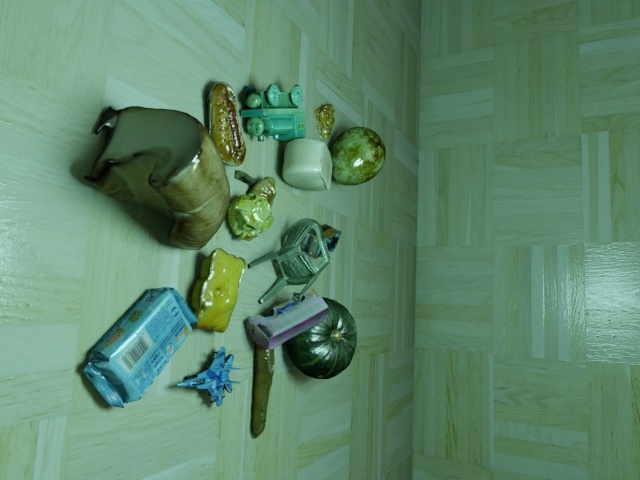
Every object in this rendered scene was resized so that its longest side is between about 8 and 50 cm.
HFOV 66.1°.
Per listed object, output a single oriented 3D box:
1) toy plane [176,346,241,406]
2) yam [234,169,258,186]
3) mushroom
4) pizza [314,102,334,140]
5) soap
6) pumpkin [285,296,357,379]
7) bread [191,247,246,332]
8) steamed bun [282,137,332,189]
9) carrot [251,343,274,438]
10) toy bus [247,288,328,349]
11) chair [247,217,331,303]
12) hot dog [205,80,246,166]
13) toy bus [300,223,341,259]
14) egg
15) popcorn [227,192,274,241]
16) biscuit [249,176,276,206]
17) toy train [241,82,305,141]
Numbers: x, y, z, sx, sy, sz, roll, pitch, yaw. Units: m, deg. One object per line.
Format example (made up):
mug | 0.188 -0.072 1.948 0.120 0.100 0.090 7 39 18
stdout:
toy plane | -0.319 0.386 1.372 0.246 0.078 0.169 10 80 -55
yam | -0.233 -0.198 1.609 0.033 0.027 0.129 50 10 24
mushroom | -0.313 -0.121 1.187 0.397 0.313 0.224 57 44 -53
pizza | 0.023 -0.512 2.090 0.134 0.046 0.175 16 75 -62
soap | -0.422 0.244 1.173 0.293 0.077 0.156 -57 138 -46
pumpkin | -0.001 0.363 1.831 0.300 0.207 0.300 17 67 -44
bread | -0.300 0.143 1.407 0.160 0.088 0.233 32 63 -52
steamed bun | -0.053 -0.271 1.801 0.242 0.164 0.146 53 41 -76
carrot | -0.190 0.481 1.627 0.070 0.070 0.342 13 79 -62
toy bus | -0.105 0.259 1.636 0.274 0.112 0.090 -23 138 -35
chair | -0.097 0.064 1.680 0.274 0.203 0.191 -40 113 -50
hot dog | -0.284 -0.344 1.469 0.131 0.069 0.253 -24 109 -60
toy bus | 0.000 0.000 1.962 0.182 0.103 0.091 -28 143 -60
egg | 0.154 -0.358 2.137 0.289 0.238 0.238 -58 140 -26
popcorn | -0.219 -0.078 1.523 0.136 0.141 0.162 57 -5 19
biscuit | -0.188 -0.123 1.631 0.118 0.061 0.183 6 96 -57
toy train | -0.154 -0.430 1.677 0.298 0.120 0.194 -27 118 -60
